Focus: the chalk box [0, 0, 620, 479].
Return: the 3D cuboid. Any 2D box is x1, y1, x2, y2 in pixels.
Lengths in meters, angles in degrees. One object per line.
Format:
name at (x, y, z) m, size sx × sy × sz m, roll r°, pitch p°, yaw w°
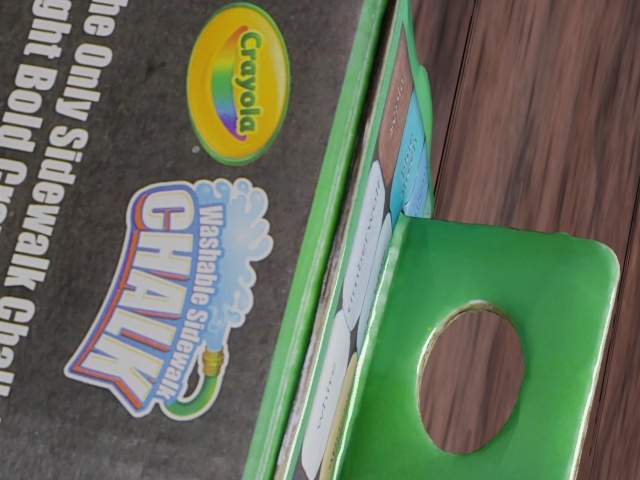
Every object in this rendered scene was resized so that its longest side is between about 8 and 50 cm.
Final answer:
chalk box at (-0.063, 0.021, 0.526) m, size 0.179 × 0.289 × 0.180 m, roll 73°, pitch 31°, yaw -70°
